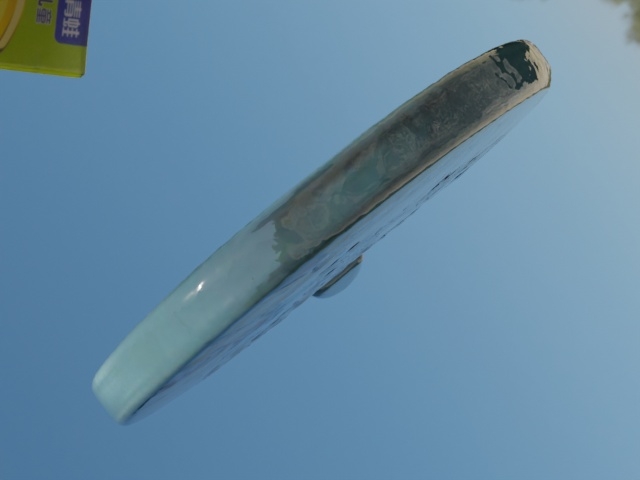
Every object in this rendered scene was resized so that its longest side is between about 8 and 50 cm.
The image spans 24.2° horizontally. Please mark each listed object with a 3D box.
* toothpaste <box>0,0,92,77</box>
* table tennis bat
[{"bbox_3d":[-0.295,-0.168,0.879,0.327,0.110,0.077,4,-175,-27],"label":"toothpaste"},{"bbox_3d":[0.000,0.000,0.624,0.044,0.215,0.329,50,176,2],"label":"table tennis bat"}]
